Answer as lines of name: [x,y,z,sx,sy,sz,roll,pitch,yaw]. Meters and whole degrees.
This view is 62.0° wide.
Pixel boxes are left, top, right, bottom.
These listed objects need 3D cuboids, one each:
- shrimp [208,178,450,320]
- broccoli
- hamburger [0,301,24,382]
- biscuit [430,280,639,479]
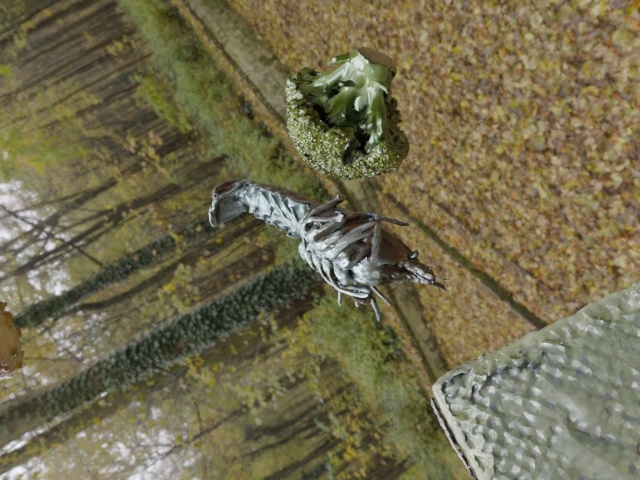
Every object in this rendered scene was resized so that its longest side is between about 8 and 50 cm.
shrimp: [0.005,-0.001,0.867,0.411,0.166,0.221,33,144,22]
broccoli: [0.026,-0.114,0.489,0.130,0.131,0.120,28,128,1]
hamburger: [-0.472,0.140,0.491,0.330,0.331,0.249,67,-156,-54]
biscuit: [0.206,0.100,0.314,0.046,0.250,0.147,64,-179,-68]
